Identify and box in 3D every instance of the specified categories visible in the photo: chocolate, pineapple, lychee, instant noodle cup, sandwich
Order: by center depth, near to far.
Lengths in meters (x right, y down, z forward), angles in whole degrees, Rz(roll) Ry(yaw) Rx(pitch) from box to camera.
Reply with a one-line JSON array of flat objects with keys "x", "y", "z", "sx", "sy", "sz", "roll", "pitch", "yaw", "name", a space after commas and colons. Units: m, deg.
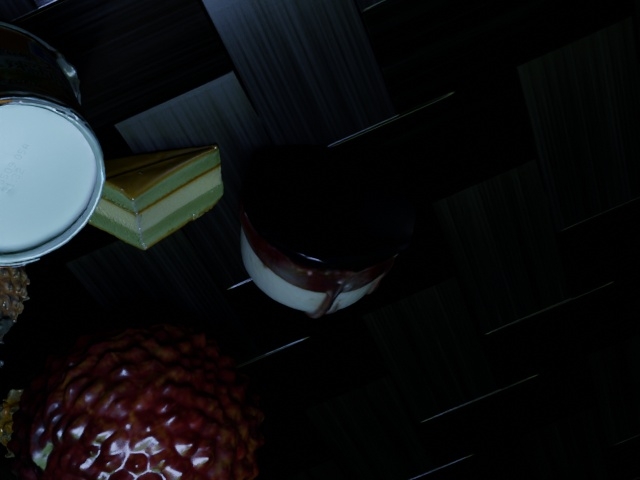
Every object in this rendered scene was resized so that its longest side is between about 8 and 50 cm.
[{"x": -0.421, "y": -0.113, "z": 1.148, "sx": 0.296, "sy": 0.214, "sz": 0.296, "roll": -17, "pitch": 127, "yaw": -24, "name": "instant noodle cup"}, {"x": -0.511, "y": 0.133, "z": 1.324, "sx": 0.141, "sy": 0.310, "sz": 0.170, "roll": 3, "pitch": 129, "yaw": -16, "name": "pineapple"}, {"x": 0.000, "y": 0.000, "z": 1.391, "sx": 0.284, "sy": 0.283, "sz": 0.186, "roll": -2, "pitch": 132, "yaw": -15, "name": "chocolate"}, {"x": -0.267, "y": -0.091, "z": 1.401, "sx": 0.187, "sy": 0.144, "sz": 0.117, "roll": -37, "pitch": 142, "yaw": -33, "name": "sandwich"}, {"x": -0.314, "y": 0.354, "z": 1.471, "sx": 0.425, "sy": 0.500, "sz": 0.424, "roll": 17, "pitch": 125, "yaw": 26, "name": "lychee"}, {"x": -0.514, "y": 0.352, "z": 1.673, "sx": 0.225, "sy": 0.076, "sz": 0.225, "roll": -9, "pitch": 130, "yaw": -11, "name": "pineapple"}]
